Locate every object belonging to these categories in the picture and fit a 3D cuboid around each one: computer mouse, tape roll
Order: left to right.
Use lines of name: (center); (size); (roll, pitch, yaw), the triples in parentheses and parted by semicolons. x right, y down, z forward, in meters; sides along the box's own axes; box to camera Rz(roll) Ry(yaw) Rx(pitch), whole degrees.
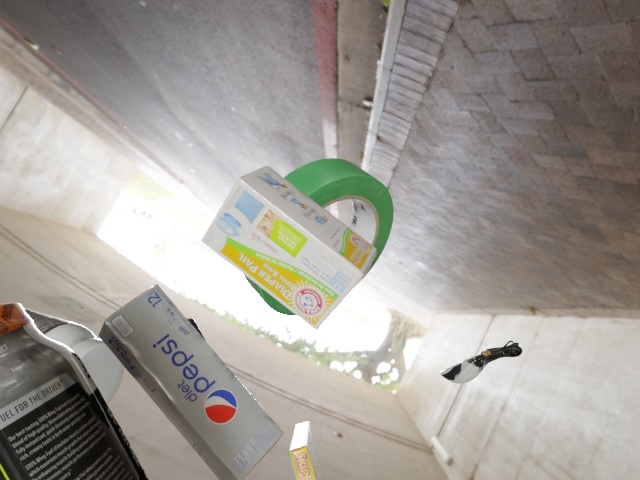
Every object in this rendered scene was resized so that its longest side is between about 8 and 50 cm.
tape roll: (0.000, 0.000, 0.940); (0.077, 0.321, 0.321); (42, -176, 37)
computer mouse: (0.326, 0.266, 1.005); (0.106, 0.042, 0.193); (-11, 155, -27)

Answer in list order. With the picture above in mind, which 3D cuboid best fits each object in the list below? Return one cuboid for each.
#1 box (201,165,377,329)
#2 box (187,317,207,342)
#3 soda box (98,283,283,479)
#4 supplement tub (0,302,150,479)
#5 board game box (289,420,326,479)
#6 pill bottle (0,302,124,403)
box: (-0.040, 0.007, 0.665); (0.203, 0.114, 0.103); (37, -156, 2)
box: (-0.384, 0.343, 1.324); (0.207, 0.153, 0.108); (56, -172, 9)
soda box: (-0.191, 0.208, 0.696); (0.286, 0.091, 0.098); (50, 144, -1)
supplement tub: (-0.268, 0.227, 0.425); (0.315, 0.194, 0.193); (62, 171, -2)
board game box: (-0.018, 0.392, 0.823); (0.039, 0.124, 0.259); (-16, 168, -6)
pill bottle: (-0.516, 0.219, 0.881); (0.279, 0.162, 0.162); (10, 168, 21)
